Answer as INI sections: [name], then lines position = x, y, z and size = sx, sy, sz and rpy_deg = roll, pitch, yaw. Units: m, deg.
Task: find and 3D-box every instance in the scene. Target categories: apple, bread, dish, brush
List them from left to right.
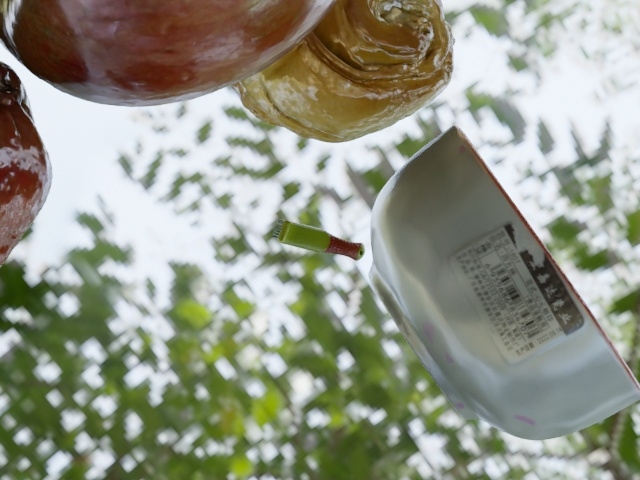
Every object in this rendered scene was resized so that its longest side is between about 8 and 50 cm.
[apple]
position = -0.099, -0.235, 1.216
size = 0.301, 0.301, 0.301
rpy_deg = -27, -152, 15
[bread]
position = -0.006, -0.190, 1.448
size = 0.198, 0.236, 0.120
rpy_deg = -25, 175, -34
[brush]
position = 0.000, 0.000, 1.422
size = 0.021, 0.083, 0.018
rpy_deg = 23, -83, 54
[dish]
position = 0.117, 0.044, 1.312
size = 0.117, 0.256, 0.256
rpy_deg = -35, -153, 5

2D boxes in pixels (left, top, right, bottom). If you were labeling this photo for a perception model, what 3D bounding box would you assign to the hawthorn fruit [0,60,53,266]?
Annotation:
[hawthorn fruit]
position = -0.310, -0.032, 1.245
size = 0.253, 0.205, 0.205
rpy_deg = -41, -155, 14
